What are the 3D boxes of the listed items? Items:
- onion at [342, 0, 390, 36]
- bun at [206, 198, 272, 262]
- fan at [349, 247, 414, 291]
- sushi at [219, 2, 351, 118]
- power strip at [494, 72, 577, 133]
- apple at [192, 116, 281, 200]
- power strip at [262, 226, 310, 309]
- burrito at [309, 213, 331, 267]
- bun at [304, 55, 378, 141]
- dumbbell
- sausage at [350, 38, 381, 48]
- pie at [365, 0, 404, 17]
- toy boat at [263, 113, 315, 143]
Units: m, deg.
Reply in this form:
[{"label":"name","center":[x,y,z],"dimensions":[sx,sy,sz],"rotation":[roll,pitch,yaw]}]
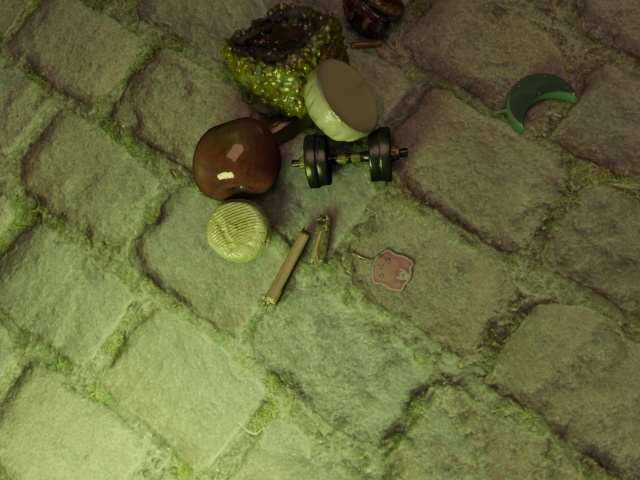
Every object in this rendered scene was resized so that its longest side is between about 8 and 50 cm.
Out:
[{"label":"onion","center":[0.163,-0.805,1.884],"dimensions":[0.206,0.151,0.098],"rotation":[50,126,25]},{"label":"bun","center":[-0.266,-0.030,1.754],"dimensions":[0.220,0.134,0.220],"rotation":[0,82,3]},{"label":"fan","center":[0.197,0.084,1.721],"dimensions":[0.220,0.009,0.132],"rotation":[23,81,12]},{"label":"sushi","center":[-0.125,-0.604,1.758],"dimensions":[0.396,0.240,0.351],"rotation":[32,70,36]},{"label":"power strip","center":[0.710,-0.468,1.745],"dimensions":[0.253,0.054,0.167],"rotation":[-28,72,1]},{"label":"apple","center":[-0.281,-0.267,1.728],"dimensions":[0.305,0.306,0.235],"rotation":[-13,77,6]},{"label":"power strip","center":[-0.109,0.097,1.736],"dimensions":[0.044,0.064,0.305],"rotation":[27,82,7]},{"label":"burrito","center":[-0.001,0.000,1.751],"dimensions":[0.058,0.045,0.188],"rotation":[8,80,17]},{"label":"bun","center":[0.038,-0.412,1.619],"dimensions":[0.175,0.263,0.263],"rotation":[-29,70,43]},{"label":"dumbbell","center":[0.095,-0.274,1.729],"dimensions":[0.388,0.185,0.185],"rotation":[-4,77,8]},{"label":"sausage","center":[0.166,-0.717,1.898],"dimensions":[0.116,0.026,0.026],"rotation":[-2,77,9]},{"label":"pie","center":[0.213,-0.863,1.863],"dimensions":[0.195,0.046,0.195],"rotation":[17,41,-15]},{"label":"toy boat","center":[-0.109,-0.444,1.846],"dimensions":[0.321,0.089,0.121],"rotation":[-31,66,0]}]
